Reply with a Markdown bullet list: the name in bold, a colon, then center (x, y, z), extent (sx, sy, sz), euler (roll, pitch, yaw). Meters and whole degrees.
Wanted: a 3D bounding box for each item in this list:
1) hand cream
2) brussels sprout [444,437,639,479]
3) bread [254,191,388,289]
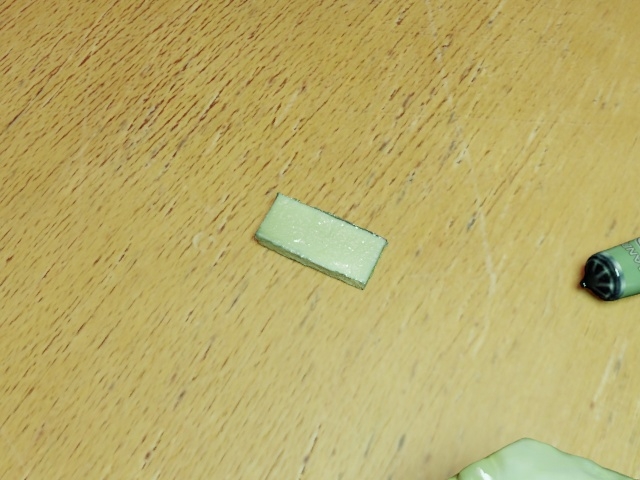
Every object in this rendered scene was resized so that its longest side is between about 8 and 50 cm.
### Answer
- **hand cream**: center (0.404, 0.015, 0.768), extent (0.235, 0.055, 0.086), euler (-15, 65, -14)
- **brussels sprout**: center (0.217, 0.305, 0.511), extent (0.273, 0.242, 0.317), euler (-11, 84, 20)
- **bread**: center (0.000, 0.000, 0.798), extent (0.153, 0.028, 0.068), euler (23, 66, 12)
